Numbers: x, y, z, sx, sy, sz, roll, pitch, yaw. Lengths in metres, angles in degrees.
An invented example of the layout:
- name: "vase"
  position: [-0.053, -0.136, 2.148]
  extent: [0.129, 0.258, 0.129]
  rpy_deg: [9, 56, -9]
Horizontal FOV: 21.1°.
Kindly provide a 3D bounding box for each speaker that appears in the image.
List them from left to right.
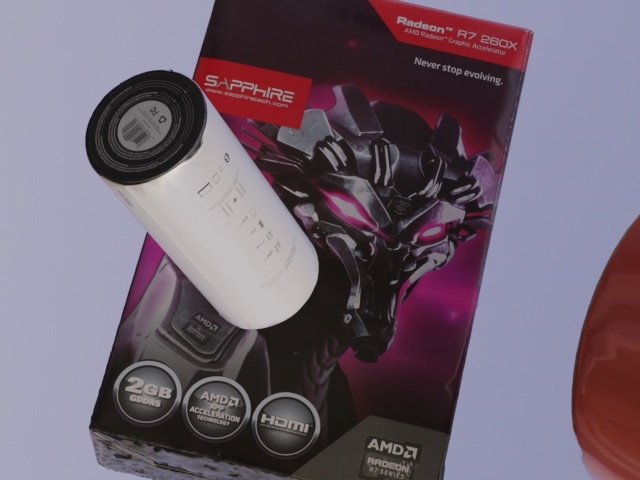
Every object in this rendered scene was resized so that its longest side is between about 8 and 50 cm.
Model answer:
- name: "speaker"
  position: [-0.047, -0.014, 0.737]
  extent: [0.055, 0.136, 0.055]
  rpy_deg: [-10, -121, 17]

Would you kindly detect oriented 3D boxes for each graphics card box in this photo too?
- name: "graphics card box"
  position: [0.000, 0.000, 1.189]
  extent: [0.094, 0.233, 0.370]
  rpy_deg: [98, 6, -67]

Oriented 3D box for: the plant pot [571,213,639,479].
- name: "plant pot"
  position: [0.288, 0.087, 0.935]
  extent: [0.243, 0.275, 0.274]
  rpy_deg: [18, -73, 38]
